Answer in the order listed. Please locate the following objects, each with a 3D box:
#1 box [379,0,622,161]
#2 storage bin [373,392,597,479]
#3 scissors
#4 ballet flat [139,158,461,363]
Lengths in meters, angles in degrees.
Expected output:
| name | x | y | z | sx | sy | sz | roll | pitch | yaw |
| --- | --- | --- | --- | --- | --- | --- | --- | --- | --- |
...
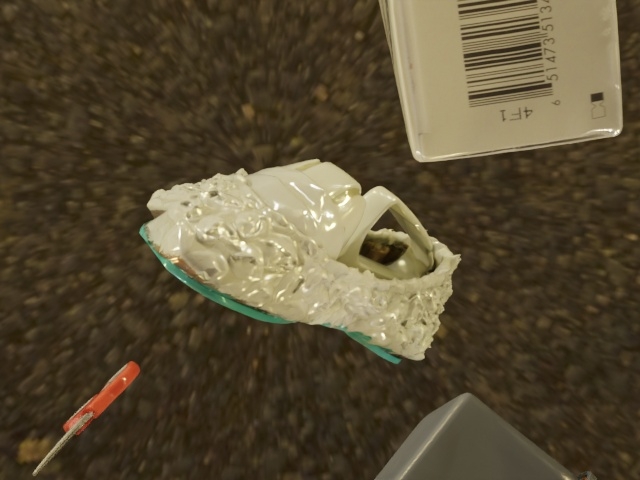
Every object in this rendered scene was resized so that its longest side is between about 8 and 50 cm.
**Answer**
| name | x | y | z | sx | sy | sz | roll | pitch | yaw |
| --- | --- | --- | --- | --- | --- | --- | --- | --- | --- |
| box | 0.071 | -0.144 | 0.836 | 0.094 | 0.275 | 0.113 | -9 | 116 | 1 |
| storage bin | 0.065 | 0.149 | 0.890 | 0.091 | 0.098 | 0.135 | 44 | 60 | -1 |
| scissors | -0.242 | 0.179 | 1.816 | 0.109 | 0.297 | 0.021 | -41 | 92 | 2 |
| ballet flat | 0.000 | 0.000 | 1.457 | 0.147 | 0.409 | 0.147 | -7 | 75 | 26 |
